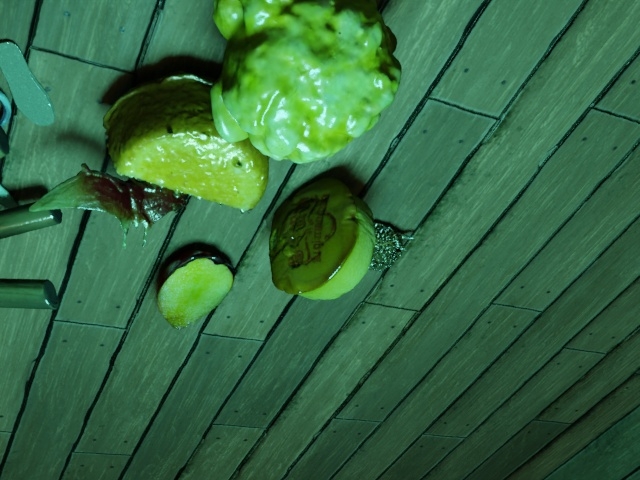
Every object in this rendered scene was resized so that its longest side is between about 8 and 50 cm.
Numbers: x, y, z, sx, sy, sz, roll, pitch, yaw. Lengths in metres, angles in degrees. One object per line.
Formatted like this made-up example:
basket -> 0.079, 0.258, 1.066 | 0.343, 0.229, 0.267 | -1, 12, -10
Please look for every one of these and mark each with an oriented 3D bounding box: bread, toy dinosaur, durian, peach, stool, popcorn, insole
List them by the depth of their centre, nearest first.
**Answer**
popcorn -> -0.030, -0.300, 1.322 | 0.293, 0.334, 0.292 | -2, -176, 29
insole -> -0.543, -0.284, 1.431 | 0.063, 0.010, 0.192 | -13, 138, -1
stool -> -0.647, -0.019, 1.442 | 0.226, 0.310, 0.310 | -16, 142, 3
bread -> -0.223, -0.199, 1.464 | 0.340, 0.194, 0.179 | 17, 139, -25
toy dinosaur -> -0.399, -0.082, 1.554 | 0.112, 0.327, 0.207 | -3, 116, 40
bread -> 0.000, 0.000, 1.705 | 0.270, 0.270, 0.148 | -38, 138, 26
durian -> 0.140, 0.023, 1.888 | 0.188, 0.091, 0.148 | -12, 139, -3
peach -> -0.310, 0.108, 1.888 | 0.189, 0.068, 0.279 | 6, 134, -31

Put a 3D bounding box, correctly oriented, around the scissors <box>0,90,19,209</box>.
scissors -> -0.687, -0.139, 1.545 | 0.255, 0.029, 0.383 | -10, 140, -2
